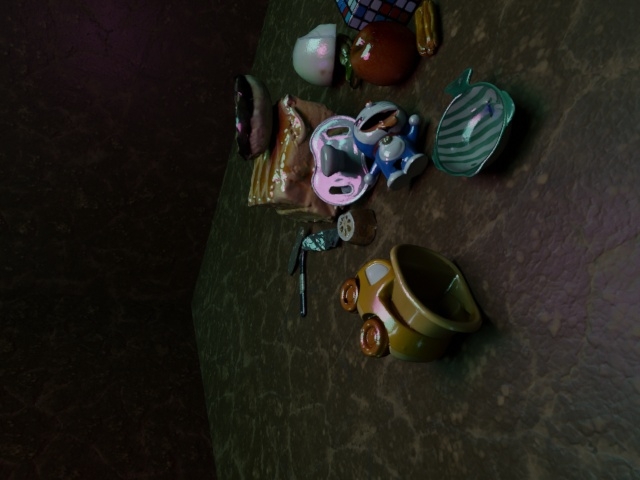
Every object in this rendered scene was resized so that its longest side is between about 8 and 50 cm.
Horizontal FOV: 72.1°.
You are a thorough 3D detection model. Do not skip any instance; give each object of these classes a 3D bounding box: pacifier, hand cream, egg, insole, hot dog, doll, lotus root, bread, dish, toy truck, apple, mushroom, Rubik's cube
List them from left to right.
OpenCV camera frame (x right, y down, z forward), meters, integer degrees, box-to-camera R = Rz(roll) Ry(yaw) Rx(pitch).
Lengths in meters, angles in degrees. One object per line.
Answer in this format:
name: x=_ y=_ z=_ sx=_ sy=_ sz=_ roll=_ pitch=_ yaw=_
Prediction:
mushroom: x=-0.227 y=-0.421 z=1.496 sx=0.344 sy=0.129 sz=0.248 roll=-103 pitch=10 yaw=-48
insole: x=-0.099 y=0.044 z=1.779 sx=0.081 sy=0.011 sz=0.248 roll=-101 pitch=24 yaw=-47
bread: x=-0.077 y=-0.272 z=1.586 sx=0.371 sy=0.279 sz=0.390 roll=-173 pitch=92 yaw=-66
egg: x=-0.027 y=-0.699 z=1.680 sx=0.271 sy=0.161 sz=0.207 roll=-94 pitch=6 yaw=-75
hand cream: x=-0.001 y=0.000 z=1.583 sx=0.248 sy=0.052 sz=0.075 roll=-16 pitch=68 yaw=62
pacifier: x=0.056 y=-0.245 z=1.324 sx=0.227 sy=0.207 sz=0.279 roll=-2 pitch=93 yaw=25
lotus root: x=0.111 y=-0.039 z=1.350 sx=0.122 sy=0.081 sz=0.113 roll=-18 pitch=72 yaw=62
Rubik's cube: x=0.176 y=-0.743 z=1.334 sx=0.182 sy=0.187 sz=0.184 roll=-54 pitch=38 yaw=41
apple: x=0.183 y=-0.542 z=1.270 sx=0.181 sy=0.168 sz=0.181 roll=-42 pitch=40 yaw=48
doll: x=0.180 y=-0.261 z=1.188 sx=0.215 sy=0.161 sz=0.257 roll=-37 pitch=54 yaw=17
toy truck: x=0.192 y=0.142 z=0.965 sx=0.212 sy=0.204 sz=0.288 roll=-60 pitch=32 yaw=30
hot dog: x=0.290 y=-0.578 z=1.198 sx=0.071 sy=0.045 sz=0.165 roll=-31 pitch=54 yaw=56
dish: x=0.338 y=-0.241 z=0.943 sx=0.224 sy=0.078 sz=0.246 roll=-35 pitch=51 yaw=55

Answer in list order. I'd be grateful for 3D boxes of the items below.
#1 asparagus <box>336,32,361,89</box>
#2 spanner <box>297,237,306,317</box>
asparagus: x=0.103 y=-0.660 z=1.578 sx=0.080 sy=0.080 sz=0.287 roll=-53 pitch=42 yaw=44
spanner: x=-0.072 y=0.144 z=1.719 sx=0.087 sy=0.024 sz=0.316 roll=143 pitch=129 yaw=-57
